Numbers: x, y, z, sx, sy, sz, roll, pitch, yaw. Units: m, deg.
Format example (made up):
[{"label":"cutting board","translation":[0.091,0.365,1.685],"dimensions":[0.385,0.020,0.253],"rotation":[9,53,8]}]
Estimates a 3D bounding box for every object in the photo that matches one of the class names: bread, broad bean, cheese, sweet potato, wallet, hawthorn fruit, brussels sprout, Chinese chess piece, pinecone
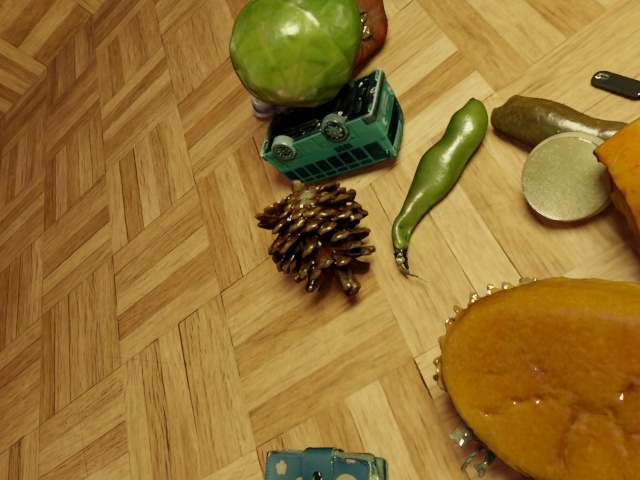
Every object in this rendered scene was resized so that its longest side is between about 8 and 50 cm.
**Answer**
[{"label":"bread","translation":[0.310,0.161,0.524],"dimensions":[0.389,0.183,0.235],"rotation":[0,72,37]},{"label":"broad bean","translation":[0.194,-0.091,0.811],"dimensions":[0.098,0.056,0.317],"rotation":[19,87,34]},{"label":"cheese","translation":[-0.105,-0.324,1.145],"dimensions":[0.191,0.042,0.105],"rotation":[40,97,40]},{"label":"sweet potato","translation":[0.352,-0.160,0.708],"dimensions":[0.244,0.077,0.077],"rotation":[33,91,44]},{"label":"wallet","translation":[0.008,0.382,0.731],"dimensions":[0.202,0.059,0.141],"rotation":[-12,70,34]},{"label":"hawthorn fruit","translation":[0.009,-0.456,1.026],"dimensions":[0.262,0.211,0.210],"rotation":[29,89,53]},{"label":"brussels sprout","translation":[-0.044,-0.331,0.824],"dimensions":[0.244,0.244,0.244],"rotation":[-16,61,31]},{"label":"Chinese chess piece","translation":[0.338,-0.086,0.669],"dimensions":[0.122,0.051,0.122],"rotation":[13,112,34]},{"label":"pinecone","translation":[-0.001,0.000,0.836],"dimensions":[0.186,0.169,0.212],"rotation":[-32,52,14]}]

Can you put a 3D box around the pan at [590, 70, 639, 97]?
[{"label":"pan","translation":[0.472,-0.190,0.662],"dimensions":[0.136,0.028,0.235],"rotation":[-52,49,5]}]

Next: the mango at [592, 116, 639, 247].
[{"label":"mango","translation":[0.489,-0.073,0.508],"dimensions":[0.350,0.199,0.201],"rotation":[-10,93,19]}]

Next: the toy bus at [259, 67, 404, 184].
[{"label":"toy bus","translation":[0.028,-0.201,0.919],"dimensions":[0.256,0.147,0.128],"rotation":[-11,53,36]}]
